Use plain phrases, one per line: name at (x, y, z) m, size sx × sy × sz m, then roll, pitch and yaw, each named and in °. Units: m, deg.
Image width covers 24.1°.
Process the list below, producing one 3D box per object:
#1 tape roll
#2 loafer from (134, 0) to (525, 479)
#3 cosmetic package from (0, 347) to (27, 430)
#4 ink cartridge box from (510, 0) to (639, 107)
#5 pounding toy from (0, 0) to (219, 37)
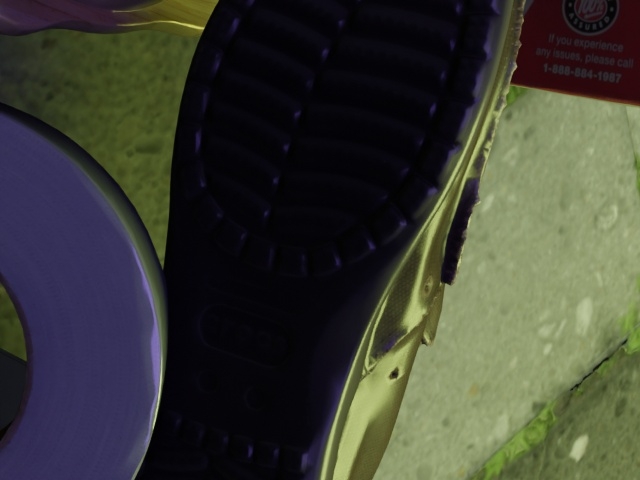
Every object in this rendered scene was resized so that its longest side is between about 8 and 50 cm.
tape roll at (-0.174, 0.044, 0.630) m, size 0.219 × 0.072 × 0.219 m, roll 0°, pitch 97°, yaw -3°
loafer at (0.000, 0.000, 0.710) m, size 0.130 × 0.134 × 0.366 m, roll -9°, pitch 122°, yaw -67°
cosmetic package at (-0.154, 0.283, 0.781) m, size 0.284 × 0.097 × 0.377 m, roll 41°, pitch 74°, yaw -42°
ink cartridge box at (0.158, -0.232, 0.824) m, size 0.131 × 0.226 × 0.306 m, roll 2°, pitch 102°, yaw -42°
pounding toy at (-0.137, -0.166, 0.683) m, size 0.269 × 0.155 × 0.154 m, roll -9°, pitch 82°, yaw -52°
